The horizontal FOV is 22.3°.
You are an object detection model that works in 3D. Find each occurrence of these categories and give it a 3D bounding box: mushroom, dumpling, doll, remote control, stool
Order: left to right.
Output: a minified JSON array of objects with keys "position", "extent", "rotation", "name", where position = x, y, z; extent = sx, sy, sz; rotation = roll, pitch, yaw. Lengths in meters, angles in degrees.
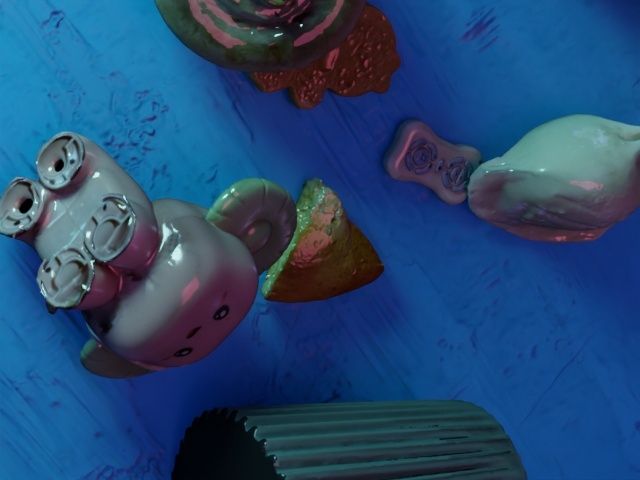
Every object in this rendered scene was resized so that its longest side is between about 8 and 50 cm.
[{"position":[-0.170,0.022,1.681],"extent":[0.284,0.216,0.268],"rotation":[-45,149,12],"name":"doll"},{"position":[-0.057,-0.272,1.606],"extent":[0.226,0.178,0.226],"rotation":[-5,116,-10],"name":"mushroom"},{"position":[0.040,0.318,1.823],"extent":[0.330,0.297,0.297],"rotation":[-2,109,-31],"name":"stool"},{"position":[0.130,-0.089,1.868],"extent":[0.122,0.032,0.074],"rotation":[22,96,-33],"name":"remote control"},{"position":[0.290,-0.058,1.920],"extent":[0.252,0.131,0.179],"rotation":[-14,146,-15],"name":"dumpling"}]

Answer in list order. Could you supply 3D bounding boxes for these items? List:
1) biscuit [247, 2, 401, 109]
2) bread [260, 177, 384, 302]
[{"position":[0.003,-0.211,1.759],"extent":[0.184,0.027,0.133],"rotation":[-15,112,-25],"name":"biscuit"},{"position":[-0.011,0.023,1.824],"extent":[0.136,0.054,0.154],"rotation":[-39,119,-7],"name":"bread"}]
